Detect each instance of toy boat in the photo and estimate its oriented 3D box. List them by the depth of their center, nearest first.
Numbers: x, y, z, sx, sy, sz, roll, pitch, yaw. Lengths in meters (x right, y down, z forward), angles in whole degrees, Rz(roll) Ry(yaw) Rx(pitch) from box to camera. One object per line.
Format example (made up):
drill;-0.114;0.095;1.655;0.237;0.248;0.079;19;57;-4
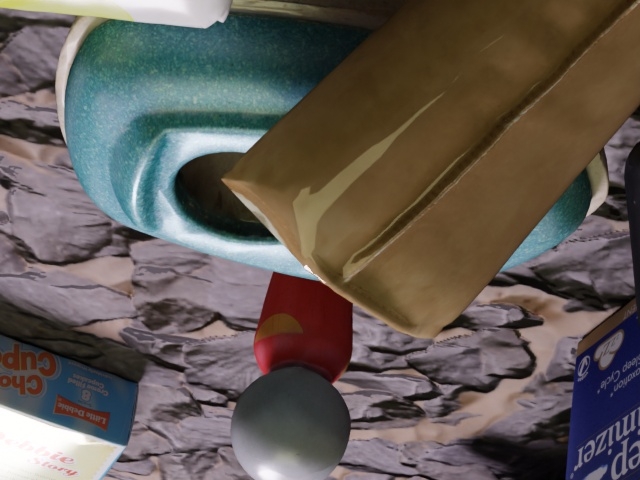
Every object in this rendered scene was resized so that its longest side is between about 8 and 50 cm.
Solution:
toy boat;0.000;0.000;0.841;0.267;0.148;0.318;8;145;1

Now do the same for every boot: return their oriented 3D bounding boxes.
boot;0.062;-0.102;0.631;0.269;0.089;0.236;-44;125;17

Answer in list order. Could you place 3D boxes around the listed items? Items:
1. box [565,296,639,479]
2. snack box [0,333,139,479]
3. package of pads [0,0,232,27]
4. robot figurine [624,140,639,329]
box;0.181;0.124;0.908;0.036;0.225;0.136;21;144;-16
snack box;-0.307;0.113;1.136;0.322;0.060;0.187;22;136;-18
package of pads;-0.134;-0.212;0.611;0.229;0.101;0.296;8;146;5
robot figurine;0.267;-0.015;0.682;0.278;0.209;0.173;-15;151;-13
